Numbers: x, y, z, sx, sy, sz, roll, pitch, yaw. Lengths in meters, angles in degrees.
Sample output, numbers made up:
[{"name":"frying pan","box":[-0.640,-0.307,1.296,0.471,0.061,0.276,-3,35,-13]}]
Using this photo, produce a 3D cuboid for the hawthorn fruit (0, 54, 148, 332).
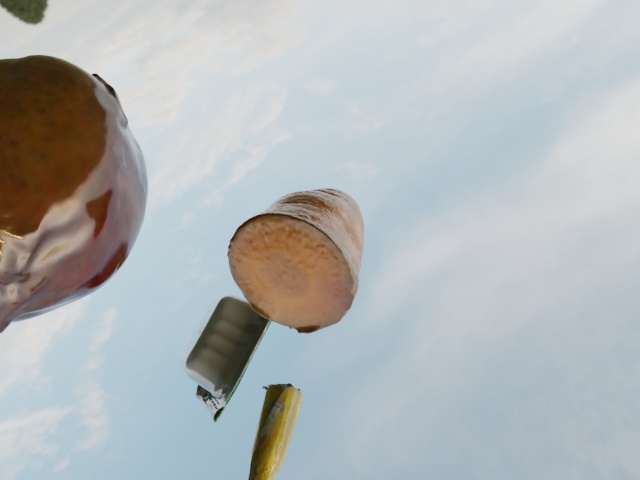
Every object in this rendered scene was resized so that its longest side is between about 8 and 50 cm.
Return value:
[{"name":"hawthorn fruit","box":[-0.358,-0.059,0.622,0.309,0.308,0.324,-28,-159,4]}]

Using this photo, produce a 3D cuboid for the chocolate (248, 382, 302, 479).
[{"name":"chocolate","box":[-0.092,0.392,1.028,0.086,0.085,0.219,-9,-132,26]}]

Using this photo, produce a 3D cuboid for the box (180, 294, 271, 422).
[{"name":"box","box":[-0.211,0.213,1.106,0.264,0.106,0.337,-63,-170,-17]}]

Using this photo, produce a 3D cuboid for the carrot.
[{"name":"carrot","box":[0.000,0.000,0.686,0.159,0.159,0.225,-9,-161,26]}]
